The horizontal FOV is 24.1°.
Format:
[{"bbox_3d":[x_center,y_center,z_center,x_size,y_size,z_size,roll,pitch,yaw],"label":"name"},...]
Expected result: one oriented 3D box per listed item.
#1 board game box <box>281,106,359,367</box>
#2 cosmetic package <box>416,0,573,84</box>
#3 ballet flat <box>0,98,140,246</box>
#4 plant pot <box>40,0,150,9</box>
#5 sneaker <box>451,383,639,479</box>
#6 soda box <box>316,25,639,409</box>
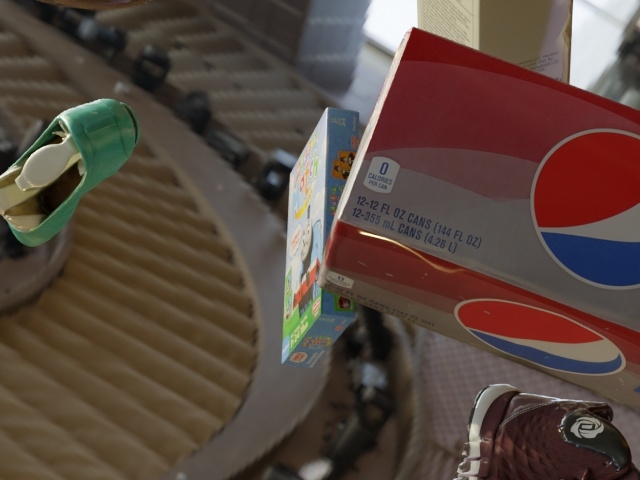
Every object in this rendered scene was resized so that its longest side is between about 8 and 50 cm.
[{"bbox_3d":[0.000,0.000,1.464,0.039,0.160,0.211,8,-113,-12],"label":"board game box"},{"bbox_3d":[0.172,-0.300,1.501,0.113,0.309,0.160,-16,-139,-15],"label":"cosmetic package"},{"bbox_3d":[-0.267,-0.061,1.440,0.087,0.247,0.083,-18,-103,-43],"label":"ballet flat"},{"bbox_3d":[-0.137,-0.304,1.165,0.263,0.263,0.229,15,-178,-38],"label":"plant pot"},{"bbox_3d":[0.192,0.236,1.265,0.106,0.162,0.281,64,-147,-42],"label":"sneaker"},{"bbox_3d":[0.136,0.015,0.561,0.263,0.083,0.092,20,161,1],"label":"soda box"}]
